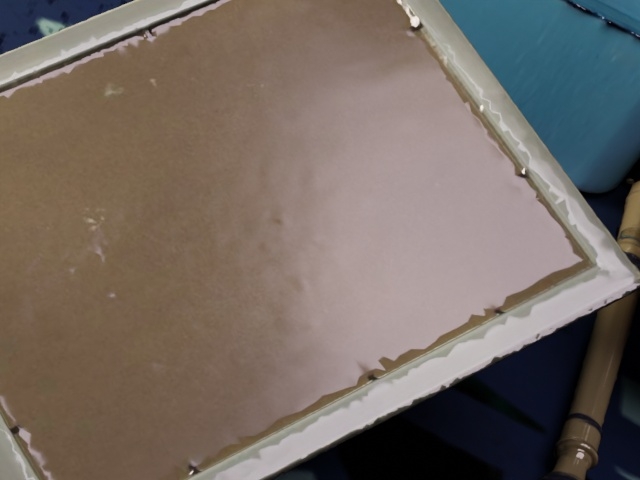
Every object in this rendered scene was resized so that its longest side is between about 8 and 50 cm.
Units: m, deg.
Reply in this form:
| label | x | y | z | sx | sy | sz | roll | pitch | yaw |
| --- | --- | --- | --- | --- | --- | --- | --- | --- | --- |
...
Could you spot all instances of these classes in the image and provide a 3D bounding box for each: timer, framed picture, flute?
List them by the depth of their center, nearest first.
| label | x | y | z | sx | sy | sz | roll | pitch | yaw |
| --- | --- | --- | --- | --- | --- | --- | --- | --- | --- |
| framed picture | -0.036 | -0.009 | 0.792 | 0.274 | 0.017 | 0.217 | -24 | 69 | -21 |
| flute | 0.136 | 0.043 | 0.937 | 0.027 | 0.027 | 0.233 | 33 | 40 | -6 |
| timer | 0.078 | -0.158 | 1.065 | 0.232 | 0.091 | 0.250 | 23 | 31 | -16 |

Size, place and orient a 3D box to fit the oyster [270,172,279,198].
| label | x | y | z | sx | sy | sz | roll | pitch | yaw |
| --- | --- | --- | --- | --- | --- | --- | --- | --- | --- |
| oyster | 0.000 | 0.000 | 0.852 | 0.125 | 0.064 | 0.177 | 30 | 43 | -16 |
